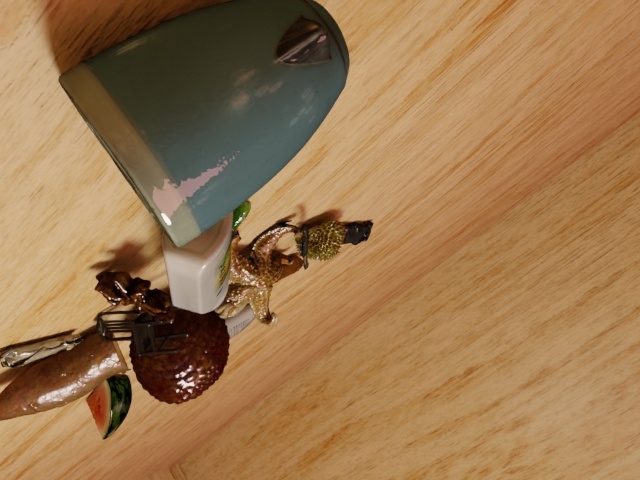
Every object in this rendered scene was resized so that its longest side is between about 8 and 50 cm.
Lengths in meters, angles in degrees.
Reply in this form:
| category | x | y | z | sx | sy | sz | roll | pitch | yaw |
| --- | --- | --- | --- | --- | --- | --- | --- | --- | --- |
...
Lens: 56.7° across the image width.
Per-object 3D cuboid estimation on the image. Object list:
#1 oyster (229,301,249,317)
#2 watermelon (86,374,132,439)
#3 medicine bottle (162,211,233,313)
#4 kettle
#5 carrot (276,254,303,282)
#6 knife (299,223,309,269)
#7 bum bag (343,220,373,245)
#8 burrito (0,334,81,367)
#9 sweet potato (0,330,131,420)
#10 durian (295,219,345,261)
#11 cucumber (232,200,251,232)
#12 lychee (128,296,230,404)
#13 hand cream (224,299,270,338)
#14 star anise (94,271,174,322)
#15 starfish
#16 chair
| category | x | y | z | sx | sy | sz | roll | pitch | yaw |
| --- | --- | --- | --- | --- | --- | --- | --- | --- | --- |
| oyster | -0.233 | 0.182 | 1.764 | 0.146 | 0.045 | 0.122 | -50 | 153 | 23 |
| watermelon | -0.615 | 0.485 | 1.800 | 0.145 | 0.137 | 0.193 | -2 | 102 | -55 |
| medicine bottle | -0.245 | 0.042 | 1.209 | 0.124 | 0.179 | 0.324 | 16 | 151 | -3 |
| kettle | -0.126 | -0.188 | 0.800 | 0.342 | 0.247 | 0.319 | -37 | -166 | -13 |
| carrot | -0.122 | 0.089 | 1.696 | 0.186 | 0.060 | 0.060 | -21 | 158 | -41 |
| knife | -0.041 | 0.013 | 1.528 | 0.222 | 0.021 | 0.045 | 89 | 18 | -61 |
| bum bag | 0.096 | -0.016 | 1.806 | 0.198 | 0.049 | 0.087 | -5 | 142 | -54 |
| burrito | -0.613 | 0.240 | 1.296 | 0.171 | 0.042 | 0.051 | -16 | 158 | -48 |
| sweet potato | -0.621 | 0.331 | 1.381 | 0.337 | 0.131 | 0.131 | -28 | 161 | -16 |
| durian | 0.000 | 0.000 | 1.616 | 0.146 | 0.102 | 0.208 | -34 | 158 | 19 |
| cucumber | -0.201 | -0.031 | 1.299 | 0.155 | 0.037 | 0.037 | -44 | 159 | 28 |
| lychee | -0.345 | 0.267 | 1.471 | 0.261 | 0.260 | 0.260 | -30 | 161 | -11 |
| hand cream | -0.286 | 0.266 | 1.827 | 0.314 | 0.089 | 0.139 | -20 | 159 | -45 |
| star anise | -0.396 | 0.108 | 1.208 | 0.234 | 0.073 | 0.177 | 4 | 151 | 27 |
| starfish | -0.149 | 0.078 | 1.516 | 0.312 | 0.113 | 0.303 | 0 | 115 | -59 |
| chair | -0.409 | 0.201 | 1.305 | 0.213 | 0.084 | 0.101 | -5 | -166 | 4 |
